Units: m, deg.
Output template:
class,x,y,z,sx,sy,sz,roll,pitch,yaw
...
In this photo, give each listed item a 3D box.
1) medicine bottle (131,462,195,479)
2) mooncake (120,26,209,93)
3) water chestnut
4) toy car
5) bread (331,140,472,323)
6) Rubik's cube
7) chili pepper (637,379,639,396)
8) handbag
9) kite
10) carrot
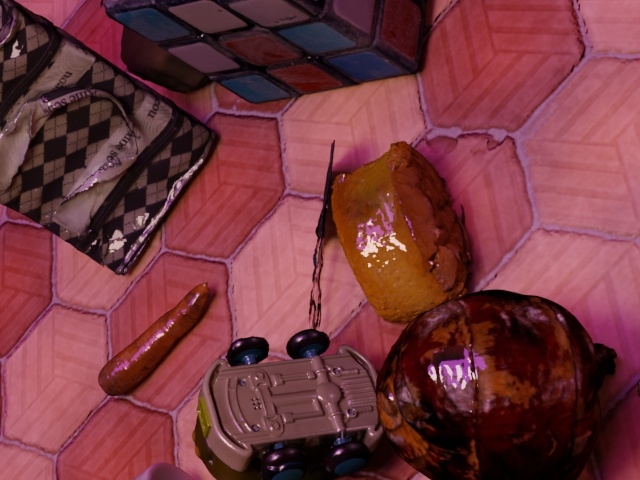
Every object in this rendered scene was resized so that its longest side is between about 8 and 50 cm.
class,x,y,z,sx,sy,sz,roll,pitch,yaw
medicine bottle,-0.279,0.445,1.718,0.254,0.152,0.152,-40,50,16
mooncake,-0.231,-0.364,2.063,0.228,0.124,0.228,-32,45,39
water chestnut,0.206,0.173,1.410,0.289,0.289,0.244,0,41,38
toy car,-0.048,0.253,1.601,0.198,0.247,0.204,111,147,-47
bread,0.098,-0.027,1.655,0.160,0.147,0.261,-25,56,23
Rubik's cube,-0.061,-0.443,1.830,0.358,0.363,0.362,-5,72,38
chili pepper,0.518,0.148,1.297,0.359,0.076,0.085,-3,29,34
handbag,-0.420,-0.155,1.934,0.317,0.416,0.180,-55,38,3
kite,0.000,0.000,1.745,0.015,0.152,0.286,5,74,-2
carrot,-0.254,0.155,1.900,0.248,0.059,0.059,-43,50,10
